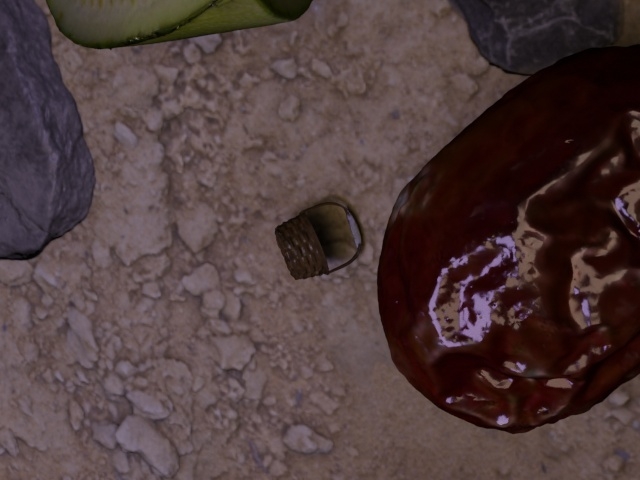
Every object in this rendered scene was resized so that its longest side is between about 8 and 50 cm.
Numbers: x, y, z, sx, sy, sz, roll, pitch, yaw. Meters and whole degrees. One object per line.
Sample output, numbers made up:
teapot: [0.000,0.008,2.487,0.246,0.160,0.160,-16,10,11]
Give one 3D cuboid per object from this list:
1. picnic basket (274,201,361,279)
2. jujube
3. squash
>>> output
picnic basket: [0.000,0.000,1.581,0.083,0.072,0.072,-22,96,-4]
jujube: [0.216,-0.001,1.377,0.377,0.276,0.276,-41,86,16]
squash: [-0.173,-0.304,1.485,0.309,0.210,0.233,-4,89,20]
